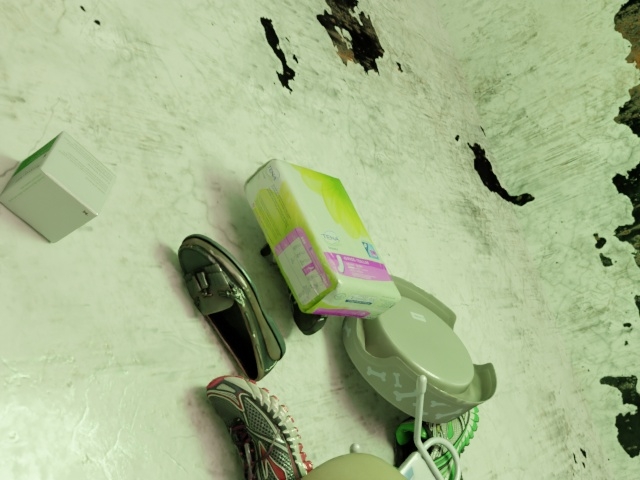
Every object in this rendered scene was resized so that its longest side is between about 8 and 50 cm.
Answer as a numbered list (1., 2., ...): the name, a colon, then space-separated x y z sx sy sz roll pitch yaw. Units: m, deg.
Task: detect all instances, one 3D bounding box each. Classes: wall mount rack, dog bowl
1. wall mount rack: 0.160 0.431 1.426 0.350 0.130 0.304 -36 97 -41
2. dog bowl: 0.194 0.224 1.643 0.349 0.102 0.348 31 25 -16

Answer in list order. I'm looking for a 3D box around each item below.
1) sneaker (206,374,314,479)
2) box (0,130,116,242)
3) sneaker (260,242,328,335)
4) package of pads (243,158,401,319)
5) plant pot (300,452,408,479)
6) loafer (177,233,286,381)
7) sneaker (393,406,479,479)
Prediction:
1. sneaker: -0.082 0.337 1.219 0.112 0.121 0.299 -34 92 -36
2. box: -0.356 -0.071 1.091 0.102 0.101 0.087 44 36 -30
3. sneaker: -0.061 0.066 1.500 0.132 0.086 0.228 34 31 -36
4. package of pads: 0.000 0.000 1.476 0.229 0.101 0.296 13 44 -54
5. plant pot: 0.080 0.476 1.159 0.284 0.191 0.284 -8 103 -35
6. loafer: -0.148 0.113 1.304 0.267 0.096 0.084 56 36 -19
7. sneaker: 0.235 0.393 1.665 0.146 0.134 0.343 52 33 -21
